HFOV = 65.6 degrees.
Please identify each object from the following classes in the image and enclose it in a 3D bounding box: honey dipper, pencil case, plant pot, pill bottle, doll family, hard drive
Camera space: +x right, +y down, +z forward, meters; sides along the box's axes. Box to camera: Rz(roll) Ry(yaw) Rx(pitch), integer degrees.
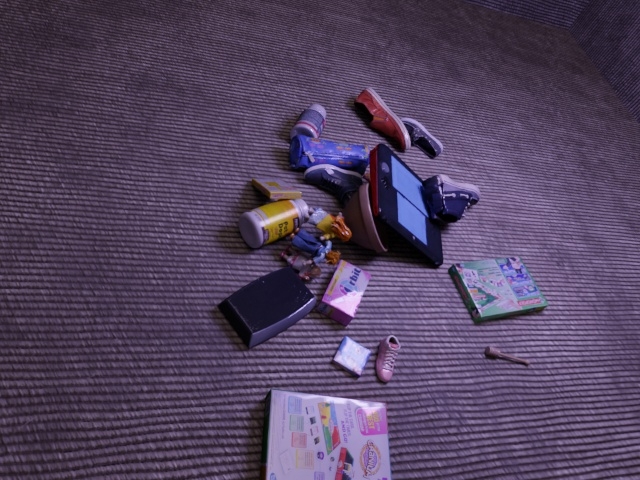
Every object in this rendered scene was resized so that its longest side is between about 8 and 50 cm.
[{"bbox_3d":[0.608,0.373,1.602,0.161,0.030,0.030,17,50,-12],"label":"honey dipper"},{"bbox_3d":[0.035,-0.310,1.822,0.306,0.119,0.133,4,17,-20],"label":"pencil case"},{"bbox_3d":[0.142,-0.065,1.658,0.110,0.237,0.237,-14,52,15],"label":"plant pot"},{"bbox_3d":[-0.040,-0.444,1.907,0.108,0.108,0.180,25,49,-3],"label":"pill bottle"},{"bbox_3d":[0.000,0.000,1.528,0.163,0.118,0.263,31,71,12],"label":"doll family"},{"bbox_3d":[-0.143,0.178,1.422,0.255,0.054,0.172,-27,68,-36],"label":"hard drive"},{"bbox_3d":[-0.141,-0.063,1.566,0.215,0.117,0.117,-25,67,-35],"label":"pill bottle"}]

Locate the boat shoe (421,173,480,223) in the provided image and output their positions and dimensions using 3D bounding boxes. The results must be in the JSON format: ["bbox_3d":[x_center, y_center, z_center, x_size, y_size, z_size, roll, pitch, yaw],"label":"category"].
[{"bbox_3d":[0.505,-0.133,1.870,0.341,0.127,0.158,8,68,-43],"label":"boat shoe"}]

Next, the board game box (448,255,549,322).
[{"bbox_3d":[0.631,0.166,1.760,0.317,0.046,0.213,-4,57,-25],"label":"board game box"}]

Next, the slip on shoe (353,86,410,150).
[{"bbox_3d":[0.261,-0.498,2.087,0.101,0.123,0.331,-37,77,-5],"label":"slip on shoe"}]

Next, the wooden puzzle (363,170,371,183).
[{"bbox_3d":[0.195,-0.244,1.918,0.083,0.006,0.049,40,50,10],"label":"wooden puzzle"}]

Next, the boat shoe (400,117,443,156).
[{"bbox_3d":[0.417,-0.434,2.116,0.228,0.080,0.076,41,48,1],"label":"boat shoe"}]

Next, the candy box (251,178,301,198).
[{"bbox_3d":[-0.148,-0.172,1.633,0.105,0.027,0.206,0,18,-24],"label":"candy box"}]

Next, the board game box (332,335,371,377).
[{"bbox_3d":[0.090,0.333,1.423,0.090,0.020,0.090,30,49,3],"label":"board game box"}]

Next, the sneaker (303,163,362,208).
[{"bbox_3d":[0.057,-0.182,1.762,0.226,0.086,0.163,6,51,-18],"label":"sneaker"}]

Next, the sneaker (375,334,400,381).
[{"bbox_3d":[0.196,0.335,1.433,0.051,0.070,0.134,19,51,-11],"label":"sneaker"}]

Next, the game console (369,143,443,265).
[{"bbox_3d":[0.305,-0.128,1.730,0.387,0.060,0.341,34,40,-35],"label":"game console"}]

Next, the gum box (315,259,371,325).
[{"bbox_3d":[0.074,0.154,1.525,0.107,0.062,0.188,29,49,0],"label":"gum box"}]

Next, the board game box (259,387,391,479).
[{"bbox_3d":[0.016,0.510,1.227,0.317,0.064,0.242,12,51,-14],"label":"board game box"}]
